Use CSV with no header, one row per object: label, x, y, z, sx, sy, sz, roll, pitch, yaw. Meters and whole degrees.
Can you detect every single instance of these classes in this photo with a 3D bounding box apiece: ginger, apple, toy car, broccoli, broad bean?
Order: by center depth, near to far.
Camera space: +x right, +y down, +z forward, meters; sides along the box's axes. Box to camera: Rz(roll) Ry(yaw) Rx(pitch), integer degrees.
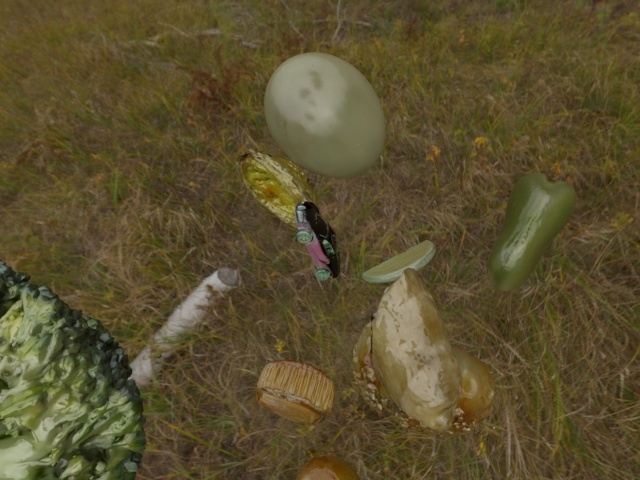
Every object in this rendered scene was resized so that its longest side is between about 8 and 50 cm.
broccoli,-0.332,0.173,0.473,0.288,0.248,0.245,24,36,22
ginger,0.127,0.137,0.558,0.115,0.193,0.122,-19,18,-12
toy car,0.000,0.000,0.702,0.055,0.142,0.069,-15,39,15
broad bean,0.408,-0.018,0.870,0.121,0.189,0.263,21,71,22
apple,0.019,0.546,0.916,0.155,0.182,0.182,15,75,30

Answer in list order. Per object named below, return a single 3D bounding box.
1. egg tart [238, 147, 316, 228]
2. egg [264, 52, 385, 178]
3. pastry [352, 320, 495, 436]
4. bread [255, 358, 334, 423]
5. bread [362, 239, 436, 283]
egg tart,-0.103,-0.145,1.205,0.279,0.279,0.095,30,68,29
egg,0.012,-0.206,0.771,0.186,0.241,0.186,-26,42,26
pastry,0.207,0.311,0.963,0.315,0.284,0.184,28,67,10
bread,-0.056,0.352,1.052,0.199,0.199,0.104,4,54,23
bread,0.201,0.061,1.060,0.193,0.112,0.036,-28,102,-6
